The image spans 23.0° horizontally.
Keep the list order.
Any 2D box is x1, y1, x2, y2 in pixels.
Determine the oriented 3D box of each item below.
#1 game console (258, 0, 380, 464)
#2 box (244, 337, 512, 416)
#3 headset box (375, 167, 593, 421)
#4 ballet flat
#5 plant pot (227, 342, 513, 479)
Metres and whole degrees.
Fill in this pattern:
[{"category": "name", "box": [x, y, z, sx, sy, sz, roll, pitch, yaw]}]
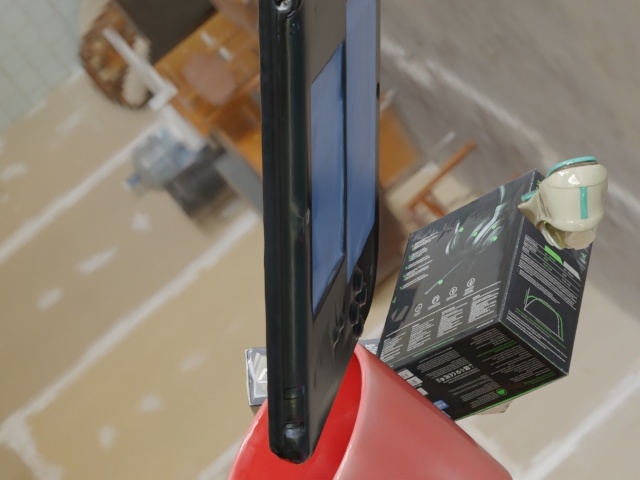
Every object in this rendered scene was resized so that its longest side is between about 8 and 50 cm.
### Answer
[{"category": "game console", "box": [0.005, -0.072, 1.204, 0.342, 0.060, 0.387, -74, -16, -68]}, {"category": "box", "box": [0.093, 0.216, 2.367, 0.318, 0.395, 0.097, 78, -173, -78]}, {"category": "headset box", "box": [0.217, 0.070, 2.083, 0.131, 0.283, 0.246, 38, 137, -23]}, {"category": "ballet flat", "box": [0.248, -0.028, 1.591, 0.086, 0.086, 0.248, 49, -178, 6]}, {"category": "plant pot", "box": [0.062, 0.279, 1.714, 0.243, 0.275, 0.275, 32, -179, -21]}]
